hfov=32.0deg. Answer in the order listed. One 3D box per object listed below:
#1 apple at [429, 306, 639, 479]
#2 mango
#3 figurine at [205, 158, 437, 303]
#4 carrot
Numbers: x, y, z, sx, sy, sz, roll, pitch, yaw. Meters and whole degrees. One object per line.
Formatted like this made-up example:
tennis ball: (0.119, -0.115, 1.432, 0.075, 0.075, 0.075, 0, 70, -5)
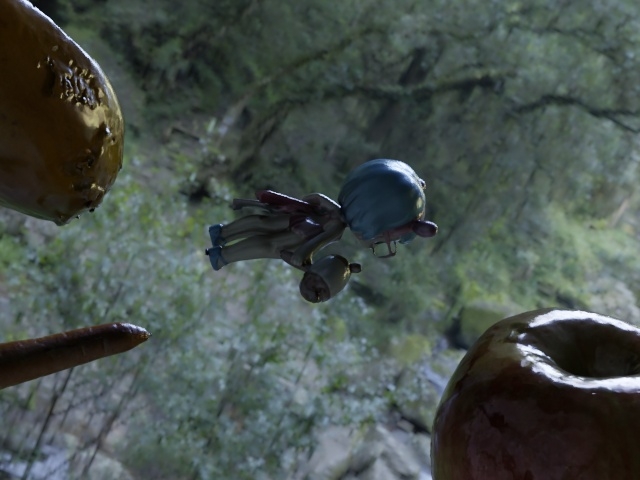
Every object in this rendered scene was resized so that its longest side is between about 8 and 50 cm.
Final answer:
apple: (0.240, 0.222, 1.020, 0.301, 0.301, 0.301, 23, 19, -9)
mango: (-0.258, -0.108, 0.885, 0.249, 0.156, 0.151, 50, 39, -40)
figurine: (-0.003, -0.014, 1.245, 0.260, 0.103, 0.205, -11, 27, 5)
carrot: (-0.210, 0.083, 0.785, 0.190, 0.037, 0.037, -11, 37, -30)
